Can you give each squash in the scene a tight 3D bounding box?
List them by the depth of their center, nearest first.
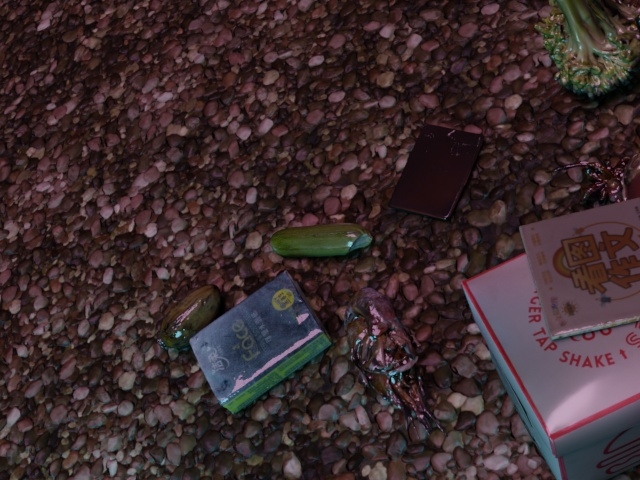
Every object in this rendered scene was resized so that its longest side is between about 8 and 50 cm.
[{"bbox_3d":[0.000,0.000,2.158,0.239,0.069,0.069,-4,61,28],"label":"squash"}]

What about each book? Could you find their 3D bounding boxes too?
[{"bbox_3d":[0.471,0.029,1.550,0.296,0.020,0.207,-14,55,7],"label":"book"}]

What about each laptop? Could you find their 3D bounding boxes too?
[{"bbox_3d":[0.245,-0.143,2.141,0.154,0.026,0.207,15,72,31],"label":"laptop"}]

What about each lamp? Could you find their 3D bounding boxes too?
[{"bbox_3d":[0.633,-0.098,1.838,0.223,0.151,0.215,21,63,-7],"label":"lamp"}]

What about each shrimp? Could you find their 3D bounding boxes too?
[{"bbox_3d":[0.140,0.230,1.928,0.145,0.116,0.343,-48,52,27],"label":"shrimp"}]

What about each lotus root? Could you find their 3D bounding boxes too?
[{"bbox_3d":[-0.280,0.169,2.200,0.179,0.080,0.089,-43,39,-6],"label":"lotus root"}]

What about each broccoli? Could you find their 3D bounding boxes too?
[{"bbox_3d":[0.543,-0.436,2.011,0.247,0.243,0.262,-4,55,41],"label":"broccoli"}]

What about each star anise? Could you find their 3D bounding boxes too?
[{"bbox_3d":[0.527,-0.120,1.946,0.191,0.070,0.097,0,74,14],"label":"star anise"}]

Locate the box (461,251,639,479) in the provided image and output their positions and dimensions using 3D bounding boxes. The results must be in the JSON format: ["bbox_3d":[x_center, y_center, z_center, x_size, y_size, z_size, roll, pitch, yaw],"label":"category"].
[{"bbox_3d":[0.450,0.186,1.650,0.312,0.300,0.314,-25,54,1],"label":"box"}]

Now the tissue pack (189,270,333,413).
[{"bbox_3d":[-0.123,0.209,2.096,0.257,0.081,0.185,-36,52,4],"label":"tissue pack"}]
